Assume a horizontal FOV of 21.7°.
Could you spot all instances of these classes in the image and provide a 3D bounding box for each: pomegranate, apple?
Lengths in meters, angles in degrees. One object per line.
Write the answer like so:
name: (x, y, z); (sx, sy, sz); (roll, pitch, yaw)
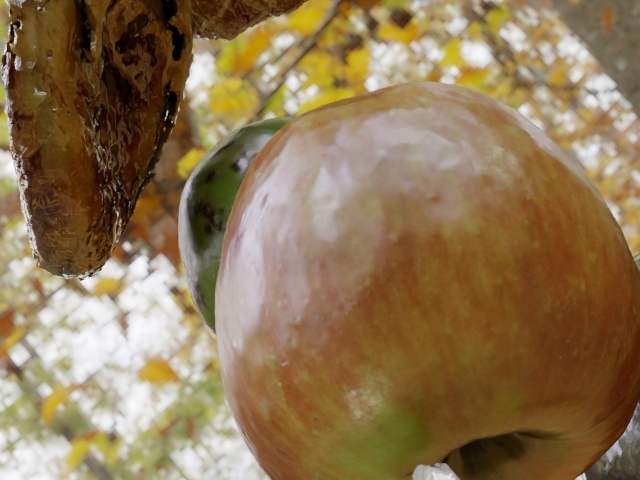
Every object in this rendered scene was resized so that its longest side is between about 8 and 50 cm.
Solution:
pomegranate: (0.000, 0.000, 1.369); (0.211, 0.263, 0.211); (-8, -80, -56)
apple: (0.064, 0.040, 1.071); (0.277, 0.250, 0.309); (-8, -34, -21)

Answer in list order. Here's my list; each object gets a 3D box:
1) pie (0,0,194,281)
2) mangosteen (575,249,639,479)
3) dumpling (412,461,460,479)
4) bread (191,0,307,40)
pie: (-0.172, -0.119, 1.295); (0.308, 0.085, 0.308); (11, -90, -76)
mangosteen: (0.377, 0.105, 1.305); (0.382, 0.382, 0.435); (-23, -56, -38)
dumpling: (0.024, 0.315, 0.922); (0.341, 0.260, 0.181); (-44, -56, 12)
bread: (-0.049, -0.233, 1.416); (0.233, 0.076, 0.105); (-38, -39, 17)
